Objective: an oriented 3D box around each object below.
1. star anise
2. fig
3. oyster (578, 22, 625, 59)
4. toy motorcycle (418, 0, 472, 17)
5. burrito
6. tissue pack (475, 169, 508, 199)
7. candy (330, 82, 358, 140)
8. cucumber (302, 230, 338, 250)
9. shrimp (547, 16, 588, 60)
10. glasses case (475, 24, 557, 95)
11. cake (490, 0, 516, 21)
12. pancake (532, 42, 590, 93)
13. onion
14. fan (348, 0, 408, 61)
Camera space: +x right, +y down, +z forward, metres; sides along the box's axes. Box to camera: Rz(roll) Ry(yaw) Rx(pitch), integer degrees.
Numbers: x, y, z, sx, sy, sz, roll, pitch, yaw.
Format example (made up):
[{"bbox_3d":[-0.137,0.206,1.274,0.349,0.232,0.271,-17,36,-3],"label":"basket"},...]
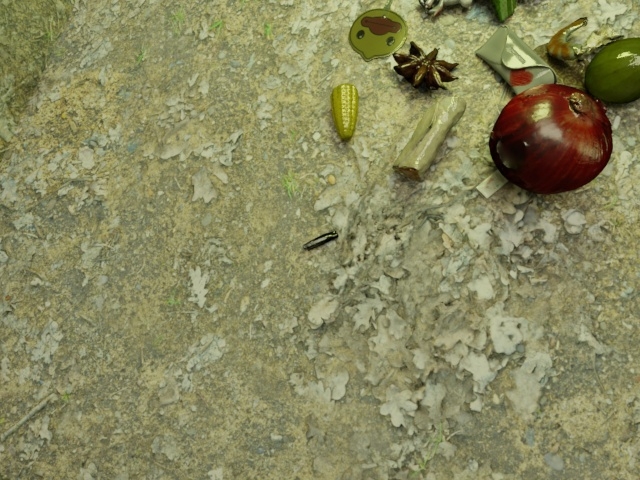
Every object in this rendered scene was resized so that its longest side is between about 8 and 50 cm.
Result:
[{"bbox_3d":[0.375,-0.611,1.471,0.271,0.103,0.272,4,60,-6],"label":"star anise"},{"bbox_3d":[0.987,-0.554,1.286,0.202,0.225,0.203,2,83,-15],"label":"fig"},{"bbox_3d":[0.961,-0.692,1.398,0.199,0.061,0.106,-14,59,-6],"label":"oyster"},{"bbox_3d":[0.501,-0.936,1.490,0.260,0.110,0.171,-37,87,16],"label":"toy motorcycle"},{"bbox_3d":[0.379,-0.355,1.401,0.105,0.143,0.300,32,91,-18],"label":"burrito"},{"bbox_3d":[0.590,-0.194,1.385,0.108,0.023,0.056,-39,76,1],"label":"tissue pack"},{"bbox_3d":[0.090,-0.468,1.490,0.106,0.094,0.199,-8,79,36],"label":"candy"},{"bbox_3d":[0.000,-0.001,1.447,0.134,0.034,0.033,-27,71,4],"label":"cucumber"},{"bbox_3d":[0.862,-0.680,1.362,0.166,0.049,0.161,-42,39,7],"label":"shrimp"},{"bbox_3d":[0.673,-0.622,1.405,0.128,0.083,0.308,-35,66,13],"label":"glasses case"},{"bbox_3d":[0.639,-0.902,1.413,0.100,0.099,0.235,-41,109,-15],"label":"cake"},{"bbox_3d":[0.824,-0.586,1.414,0.249,0.031,0.251,-2,76,9],"label":"pancake"},{"bbox_3d":[0.681,-0.305,1.244,0.340,0.341,0.342,-2,79,10],"label":"onion"},{"bbox_3d":[0.240,-0.848,1.580,0.229,0.011,0.336,20,85,13],"label":"fan"}]
